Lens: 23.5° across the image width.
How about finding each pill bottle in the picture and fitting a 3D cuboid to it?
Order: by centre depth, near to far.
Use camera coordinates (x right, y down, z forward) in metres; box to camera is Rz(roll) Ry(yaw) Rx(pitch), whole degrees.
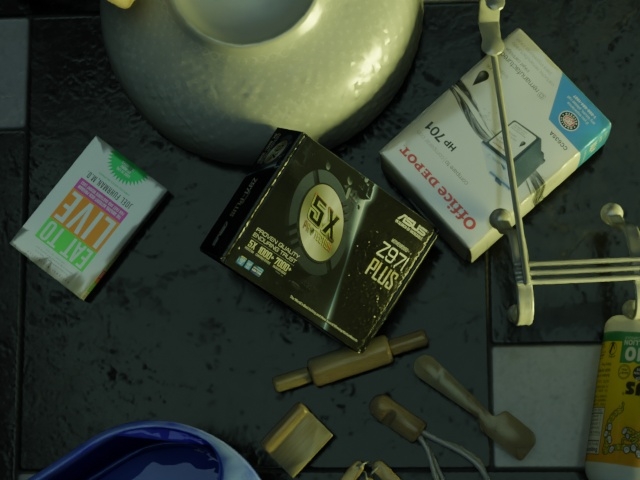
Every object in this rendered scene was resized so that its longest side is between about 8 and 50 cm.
[{"bbox_3d":[0.315,0.182,1.460,0.117,0.117,0.208,9,82,7],"label":"pill bottle"}]

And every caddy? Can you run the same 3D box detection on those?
[{"bbox_3d":[-0.195,0.320,1.459,0.341,0.179,0.241,-33,80,-1],"label":"caddy"}]

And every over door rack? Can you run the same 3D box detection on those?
[{"bbox_3d":[0.280,-0.080,1.452,0.239,0.108,0.324,-3,75,-3],"label":"over door rack"}]

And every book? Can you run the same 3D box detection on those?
[{"bbox_3d":[-0.239,-0.023,1.598,0.096,0.035,0.144,37,84,6],"label":"book"}]

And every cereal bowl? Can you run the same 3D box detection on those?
[{"bbox_3d":[-0.066,-0.250,1.562,0.339,0.141,0.339,-1,82,6],"label":"cereal bowl"}]

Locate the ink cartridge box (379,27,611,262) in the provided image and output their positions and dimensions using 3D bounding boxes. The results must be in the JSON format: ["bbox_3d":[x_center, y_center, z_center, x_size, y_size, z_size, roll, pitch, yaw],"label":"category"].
[{"bbox_3d":[0.173,-0.094,1.540,0.190,0.082,0.139,-42,80,-4],"label":"ink cartridge box"}]

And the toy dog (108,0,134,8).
[{"bbox_3d":[-0.243,-0.361,1.510,0.333,0.161,0.220,18,78,48],"label":"toy dog"}]

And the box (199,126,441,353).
[{"bbox_3d":[0.000,0.000,1.504,0.180,0.077,0.147,35,84,-21],"label":"box"}]

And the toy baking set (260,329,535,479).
[{"bbox_3d":[0.072,0.190,1.532,0.256,0.030,0.197,-22,82,2],"label":"toy baking set"}]
